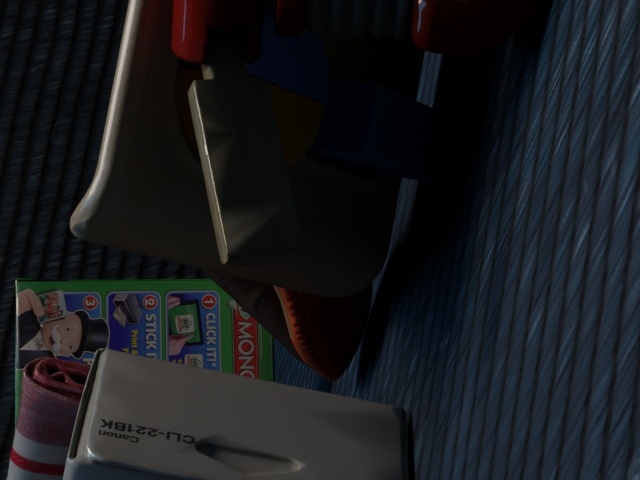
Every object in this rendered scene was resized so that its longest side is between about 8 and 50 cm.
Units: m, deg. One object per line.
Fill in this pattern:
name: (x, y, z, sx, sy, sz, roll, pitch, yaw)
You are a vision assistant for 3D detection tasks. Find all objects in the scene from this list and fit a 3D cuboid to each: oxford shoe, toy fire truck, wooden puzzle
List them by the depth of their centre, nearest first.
toy fire truck: (0.012, -0.123, 0.965, 0.158, 0.217, 0.246, -97, 11, -70)
wooden puzzle: (0.004, -0.142, 1.139, 0.322, 0.080, 0.348, 16, -92, -59)
oxford shoe: (-0.038, 0.004, 1.306, 0.097, 0.098, 0.271, -59, -34, -26)

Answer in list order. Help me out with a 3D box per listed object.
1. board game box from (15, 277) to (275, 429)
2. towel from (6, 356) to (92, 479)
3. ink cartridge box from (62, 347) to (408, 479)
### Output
board game box: (-0.141, 0.189, 1.504, 0.046, 0.213, 0.317, 121, 148, -75)
towel: (-0.107, 0.217, 1.286, 0.037, 0.237, 0.329, -85, 9, -47)
ink cartridge box: (-0.071, 0.217, 1.136, 0.114, 0.197, 0.273, -87, 10, -57)
